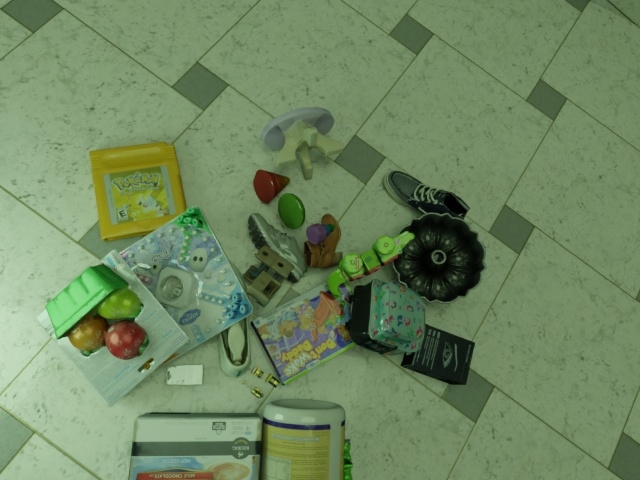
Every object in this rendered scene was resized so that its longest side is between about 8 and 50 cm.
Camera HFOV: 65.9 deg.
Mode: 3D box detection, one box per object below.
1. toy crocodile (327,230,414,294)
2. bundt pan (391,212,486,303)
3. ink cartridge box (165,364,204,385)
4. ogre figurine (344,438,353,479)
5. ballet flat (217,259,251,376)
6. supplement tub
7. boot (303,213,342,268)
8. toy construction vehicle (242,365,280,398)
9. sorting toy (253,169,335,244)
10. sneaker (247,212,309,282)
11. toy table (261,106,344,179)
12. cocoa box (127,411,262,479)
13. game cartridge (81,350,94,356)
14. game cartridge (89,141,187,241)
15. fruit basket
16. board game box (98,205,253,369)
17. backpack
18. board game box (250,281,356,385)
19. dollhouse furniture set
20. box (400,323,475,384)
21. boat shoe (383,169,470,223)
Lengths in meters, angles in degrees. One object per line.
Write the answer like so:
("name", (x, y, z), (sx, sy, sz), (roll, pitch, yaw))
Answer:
("toy crocodile", (0.168, 0.068, 1.656), (0.341, 0.115, 0.105), (-28, 83, -12))
("bundt pan", (0.412, 0.071, 1.769), (0.331, 0.124, 0.330), (-1, 76, 2))
("ink cartridge box", (-0.428, 0.425, 1.559), (0.115, 0.029, 0.062), (2, 74, -10))
("ogre figurine", (0.040, 0.699, 1.543), (0.118, 0.097, 0.197), (-3, 63, -1))
("ballet flat", (-0.284, 0.234, 1.591), (0.139, 0.139, 0.400), (-7, 75, -14))
("supplement tub", (-0.052, 0.638, 1.411), (0.241, 0.241, 0.331), (5, 80, -11))
("boot", (0.000, 0.000, 1.722), (0.152, 0.073, 0.197), (-3, 76, -42))
("toy construction vehicle", (-0.192, 0.459, 1.595), (0.098, 0.035, 0.086), (40, 70, 2))
("sorting toy", (-0.080, -0.130, 1.730), (0.126, 0.127, 0.365), (-22, 56, -41))
("sneaker", (-0.143, 0.012, 1.718), (0.115, 0.105, 0.281), (-41, 94, -31))
("toy table", (-0.056, -0.357, 1.771), (0.274, 0.252, 0.160), (-22, 63, -6))
("cocoa box", (-0.350, 0.616, 1.410), (0.347, 0.231, 0.227), (4, 74, -10))
("game cartridge", (-0.704, 0.368, 1.525), (0.083, 0.017, 0.055), (7, 69, -10))
("game cartridge", (-0.618, -0.175, 1.686), (0.286, 0.052, 0.323), (-11, 77, -15))
("fruit basket", (-0.616, 0.258, 1.475), (0.327, 0.165, 0.353), (-41, 94, 5))
("board game box", (-0.462, 0.147, 1.537), (0.390, 0.050, 0.389), (-31, 80, 7))
("backpack", (0.233, 0.255, 1.605), (0.254, 0.191, 0.225), (30, 54, -35))
("board game box", (-0.025, 0.294, 1.657), (0.347, 0.078, 0.233), (-26, 81, -18))
("dollhouse furniture set", (-0.198, 0.133, 1.602), (0.129, 0.129, 0.183), (36, 41, 1))
("box", (0.405, 0.394, 1.701), (0.207, 0.108, 0.153), (22, 70, -5))
("boat shoe", (0.400, -0.170, 1.841), (0.341, 0.158, 0.127), (35, 70, -1))
